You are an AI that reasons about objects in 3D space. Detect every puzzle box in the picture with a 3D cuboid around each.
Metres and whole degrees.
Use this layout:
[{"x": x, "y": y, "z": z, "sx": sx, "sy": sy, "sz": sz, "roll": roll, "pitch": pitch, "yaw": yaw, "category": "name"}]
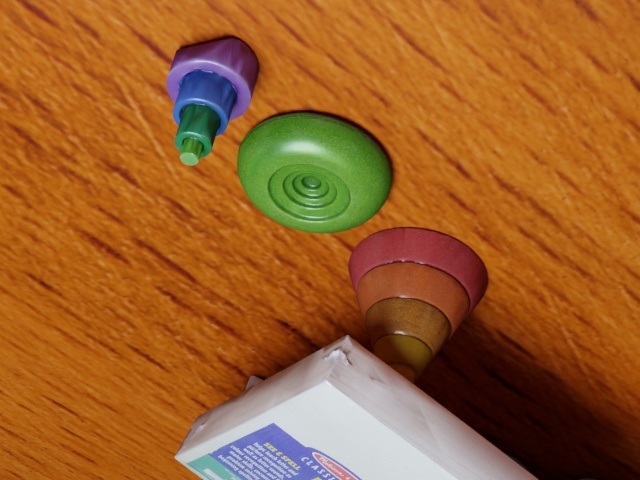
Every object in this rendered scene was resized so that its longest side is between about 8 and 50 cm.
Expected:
[{"x": 0.098, "y": 0.253, "z": 1.320, "sx": 0.409, "sy": 0.052, "sz": 0.272, "roll": 38, "pitch": 144, "yaw": -15, "category": "puzzle box"}]

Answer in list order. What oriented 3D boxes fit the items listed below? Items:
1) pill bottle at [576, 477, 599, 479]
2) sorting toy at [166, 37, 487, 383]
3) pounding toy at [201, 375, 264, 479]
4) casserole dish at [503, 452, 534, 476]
[{"x": 0.349, "y": 0.346, "z": 1.481, "sx": 0.264, "sy": 0.153, "sz": 0.153, "roll": 22, "pitch": 139, "yaw": -10, "category": "pill bottle"}, {"x": 0.000, "y": 0.000, "z": 1.198, "sx": 0.127, "sy": 0.126, "sz": 0.365, "roll": -19, "pitch": 131, "yaw": 33, "category": "sorting toy"}, {"x": 0.006, "y": 0.216, "z": 1.463, "sx": 0.206, "sy": 0.094, "sz": 0.181, "roll": 24, "pitch": 136, "yaw": -3, "category": "pounding toy"}, {"x": 0.162, "y": 0.270, "z": 1.513, "sx": 0.114, "sy": 0.037, "sz": 0.188, "roll": 47, "pitch": 134, "yaw": -6, "category": "casserole dish"}]
